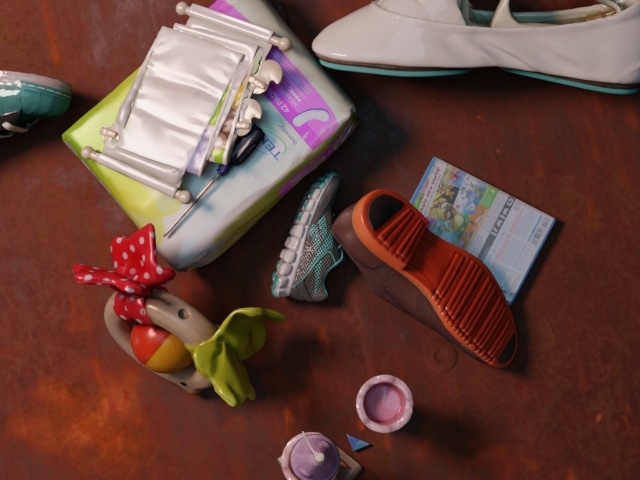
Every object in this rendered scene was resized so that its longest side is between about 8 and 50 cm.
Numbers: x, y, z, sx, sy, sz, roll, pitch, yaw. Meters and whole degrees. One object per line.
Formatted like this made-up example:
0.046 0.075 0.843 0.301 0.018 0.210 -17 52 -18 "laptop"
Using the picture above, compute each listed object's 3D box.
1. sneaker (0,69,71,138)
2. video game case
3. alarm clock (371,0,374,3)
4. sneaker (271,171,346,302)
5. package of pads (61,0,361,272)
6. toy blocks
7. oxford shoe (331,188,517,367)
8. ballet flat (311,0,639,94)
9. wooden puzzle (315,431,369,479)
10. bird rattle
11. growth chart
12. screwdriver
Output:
-0.445 -0.141 1.589 0.302 0.108 0.121 -3 88 13 "sneaker"
0.183 -0.012 1.571 0.166 0.015 0.119 28 91 5 "video game case"
0.129 -0.344 1.567 0.129 0.064 0.192 39 95 5 "alarm clock"
0.000 0.000 1.572 0.076 0.065 0.166 21 93 -11 "sneaker"
-0.123 -0.130 1.559 0.296 0.101 0.229 -40 84 3 "package of pads"
0.036 0.340 1.423 0.309 0.260 0.288 -34 86 -8 "toy blocks"
0.126 0.051 1.542 0.271 0.098 0.097 47 56 -11 "oxford shoe"
0.193 -0.255 1.509 0.400 0.139 0.139 5 88 -1 "ballet flat"
0.003 0.280 1.576 0.078 0.014 0.116 31 90 5 "wooden puzzle"
-0.182 0.107 1.507 0.253 0.207 0.143 27 57 -9 "bird rattle"
-0.150 -0.160 1.493 0.172 0.021 0.237 30 87 15 "growth chart"
-0.126 -0.067 1.493 0.024 0.025 0.170 43 91 6 "screwdriver"
